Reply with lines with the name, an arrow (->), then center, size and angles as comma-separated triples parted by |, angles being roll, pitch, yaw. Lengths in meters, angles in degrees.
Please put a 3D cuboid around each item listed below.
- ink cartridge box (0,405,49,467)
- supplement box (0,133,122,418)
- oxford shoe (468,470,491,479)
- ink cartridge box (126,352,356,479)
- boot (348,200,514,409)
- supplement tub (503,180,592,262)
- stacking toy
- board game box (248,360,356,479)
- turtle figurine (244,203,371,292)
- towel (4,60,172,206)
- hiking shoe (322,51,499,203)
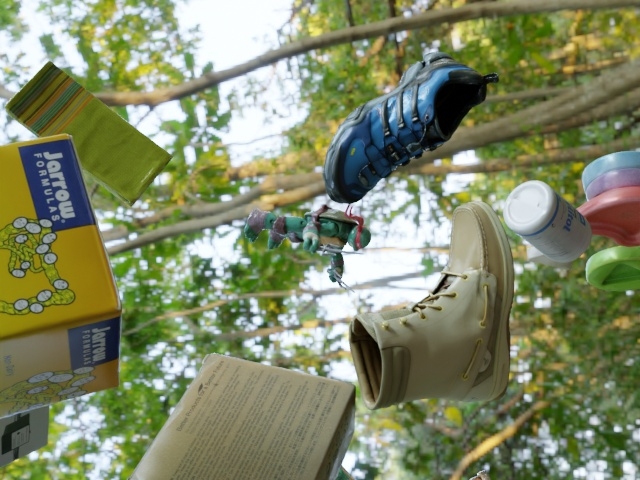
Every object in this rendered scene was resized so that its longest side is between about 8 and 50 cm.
ink cartridge box -> -0.497, 0.261, 1.244 | 0.208, 0.153, 0.087 | -7, -77, -77
supplement box -> -0.377, 0.062, 0.805 | 0.356, 0.194, 0.195 | -14, -115, -20
oxford shoe -> 0.157, 0.331, 0.864 | 0.076, 0.076, 0.212 | 74, -169, -65
ink cartridge box -> -0.081, 0.246, 1.003 | 0.235, 0.193, 0.088 | -59, -26, -52
boot -> 0.137, 0.080, 1.133 | 0.203, 0.095, 0.262 | -1, -89, -24
supplement tub -> 0.282, -0.023, 1.110 | 0.107, 0.071, 0.071 | 29, -118, -41
stacking toy -> 0.517, -0.039, 1.488 | 0.308, 0.279, 0.130 | 18, -121, -26
board game box -> -0.068, 0.311, 1.287 | 0.136, 0.259, 0.030 | -46, -28, 0
turtle figurine -> 0.000, 0.000, 1.479 | 0.118, 0.234, 0.175 | -65, -33, -20
towel -> -0.342, -0.159, 1.320 | 0.102, 0.237, 0.021 | -53, 0, -10
hiking shoe -> 0.127, -0.172, 1.373 | 0.304, 0.132, 0.113 | -48, -55, -6
